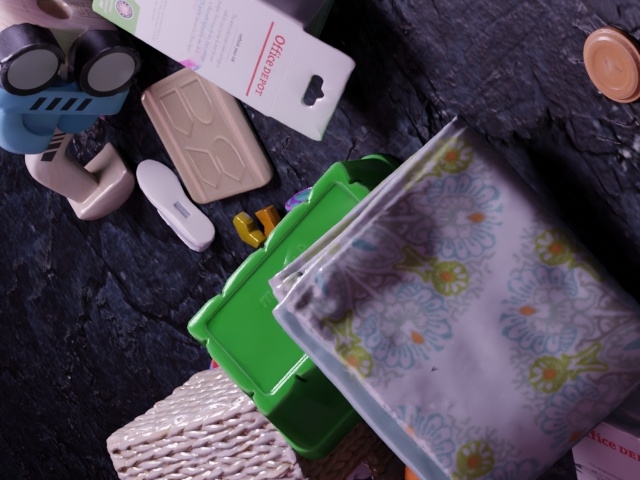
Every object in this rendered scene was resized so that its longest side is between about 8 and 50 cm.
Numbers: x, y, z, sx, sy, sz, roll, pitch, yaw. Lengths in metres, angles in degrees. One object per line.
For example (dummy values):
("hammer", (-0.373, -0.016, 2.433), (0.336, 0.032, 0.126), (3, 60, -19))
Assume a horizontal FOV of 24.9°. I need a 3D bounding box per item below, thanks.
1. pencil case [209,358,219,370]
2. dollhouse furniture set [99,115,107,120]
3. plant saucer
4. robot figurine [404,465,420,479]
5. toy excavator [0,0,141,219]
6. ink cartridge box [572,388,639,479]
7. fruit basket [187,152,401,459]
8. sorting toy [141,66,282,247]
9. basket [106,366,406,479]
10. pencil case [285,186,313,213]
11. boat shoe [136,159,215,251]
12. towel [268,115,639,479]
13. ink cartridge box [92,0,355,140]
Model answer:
("pencil case", (-0.148, 0.214, 2.531), (0.104, 0.104, 0.236), (48, 150, 18))
("dollhouse furniture set", (-0.438, -0.258, 2.542), (0.091, 0.081, 0.114), (39, 147, 32))
("plant saucer", (0.304, -0.180, 1.500), (0.083, 0.013, 0.083), (38, 147, 32))
("robot figurine", (0.195, 0.375, 2.108), (0.128, 0.158, 0.219), (-8, 118, 16))
("toy excavator", (-0.448, -0.219, 2.388), (0.222, 0.433, 0.445), (56, 129, 29))
("ink cartridge box", (0.397, 0.290, 1.724), (0.172, 0.100, 0.237), (22, 137, 48))
("fruit basket", (0.055, 0.101, 1.916), (0.283, 0.392, 0.392), (46, 150, 23))
("sorting toy", (-0.152, -0.127, 2.267), (0.229, 0.041, 0.307), (-14, 106, 56))
("basket", (-0.092, 0.330, 2.209), (0.331, 0.328, 0.266), (-21, 96, 28))
("pencil case", (0.000, 0.000, 2.113), (0.070, 0.065, 0.151), (35, 148, 65))
("boat shoe", (-0.249, -0.056, 2.469), (0.184, 0.066, 0.063), (44, 149, 7))
("towel", (0.165, 0.092, 1.660), (0.374, 0.320, 0.090), (48, -171, 6))
("ink cartridge box", (-0.103, -0.300, 1.855), (0.353, 0.119, 0.207), (32, 148, 2))
